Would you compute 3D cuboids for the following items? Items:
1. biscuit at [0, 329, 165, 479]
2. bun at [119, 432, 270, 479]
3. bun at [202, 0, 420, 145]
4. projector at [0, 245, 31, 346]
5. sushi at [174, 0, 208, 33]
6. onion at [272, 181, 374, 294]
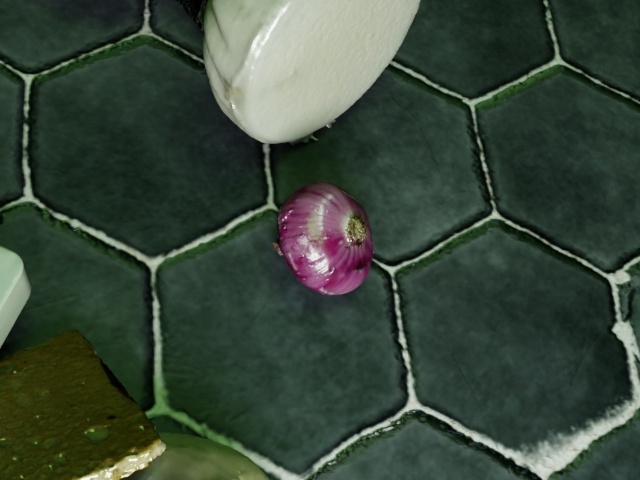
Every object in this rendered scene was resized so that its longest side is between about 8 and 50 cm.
[{"bbox_3d":[-0.225,0.148,0.982,0.131,0.025,0.231,-22,30,-20],"label":"biscuit"},{"bbox_3d":[-0.132,0.276,0.929,0.273,0.168,0.273,8,51,-9],"label":"bun"},{"bbox_3d":[-0.038,-0.246,1.213,0.263,0.263,0.175,-35,66,-29],"label":"bun"},{"bbox_3d":[-0.417,0.091,0.998,0.257,0.079,0.259,19,60,8],"label":"projector"},{"bbox_3d":[-0.118,-0.284,1.321,0.085,0.056,0.083,42,59,9],"label":"sushi"},{"bbox_3d":[0.000,0.000,1.171,0.104,0.115,0.115,-13,54,29],"label":"onion"}]
